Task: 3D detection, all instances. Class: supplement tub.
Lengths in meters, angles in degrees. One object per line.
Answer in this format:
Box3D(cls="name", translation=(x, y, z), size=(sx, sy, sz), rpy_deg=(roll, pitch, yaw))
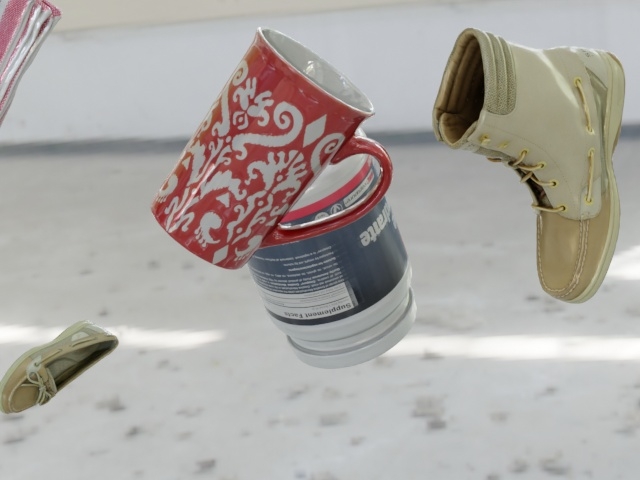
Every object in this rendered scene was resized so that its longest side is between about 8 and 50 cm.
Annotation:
Box3D(cls="supplement tub", translation=(0.000, 0.000, 1.704), size=(0.191, 0.272, 0.191), rpy_deg=(-16, 31, 10))

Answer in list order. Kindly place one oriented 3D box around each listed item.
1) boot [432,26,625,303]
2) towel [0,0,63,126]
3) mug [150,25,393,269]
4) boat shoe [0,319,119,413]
Box3D(cls="boot", translation=(0.202, -0.071, 1.383), size=(0.203, 0.261, 0.095), rpy_deg=(4, 3, -37))
Box3D(cls="towel", translation=(-0.266, -0.141, 0.961), size=(0.197, 0.144, 0.029), rpy_deg=(38, 18, 31))
Box3D(cls="mug", translation=(-0.039, -0.057, 1.103), size=(0.150, 0.169, 0.113), rpy_deg=(43, 16, 16))
Box3D(cls="boat shoe", translation=(-0.293, 0.144, 1.562), size=(0.048, 0.056, 0.153), rpy_deg=(19, 40, 36))
